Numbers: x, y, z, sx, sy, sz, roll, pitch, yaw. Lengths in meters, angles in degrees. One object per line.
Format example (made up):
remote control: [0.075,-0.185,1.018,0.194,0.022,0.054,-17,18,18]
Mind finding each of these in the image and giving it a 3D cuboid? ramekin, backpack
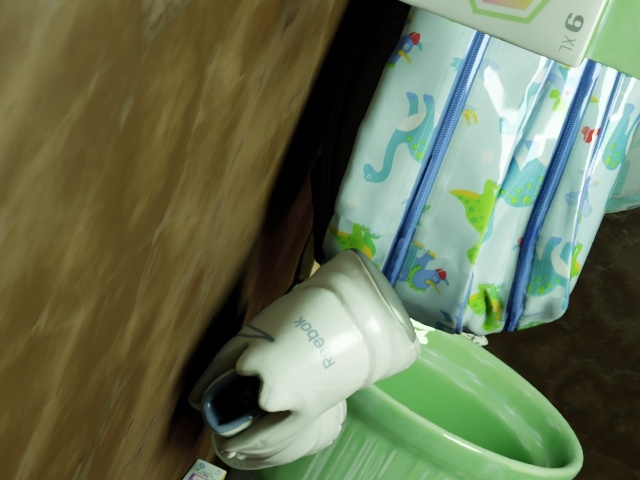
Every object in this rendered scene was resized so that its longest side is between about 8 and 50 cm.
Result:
ramekin: [0.071,0.177,1.415,0.148,0.303,0.303,-60,176,14]
backpack: [0.121,-0.111,1.104,0.355,0.273,0.290,-54,180,-8]

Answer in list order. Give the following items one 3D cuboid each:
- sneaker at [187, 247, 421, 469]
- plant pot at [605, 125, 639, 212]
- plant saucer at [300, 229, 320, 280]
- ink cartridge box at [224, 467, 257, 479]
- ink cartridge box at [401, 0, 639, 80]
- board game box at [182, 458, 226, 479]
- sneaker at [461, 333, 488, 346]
sneaker: [-0.041,0.101,1.087,0.129,0.111,0.297,-29,167,-26]
plant pot: [0.320,-0.268,1.935,0.341,0.341,0.334,-60,162,-50]
plant saucer: [0.000,0.000,1.409,0.083,0.015,0.083,23,90,-84]
ink cartridge box: [0.051,0.374,1.523,0.279,0.384,0.160,-59,167,-55]
ink cartridge box: [0.106,-0.156,0.789,0.062,0.209,0.109,-48,160,-75]
board game box: [-0.124,0.261,1.231,0.103,0.026,0.154,-48,161,-71]
sneaker: [0.112,0.038,1.636,0.158,0.182,0.410,-19,133,-64]
